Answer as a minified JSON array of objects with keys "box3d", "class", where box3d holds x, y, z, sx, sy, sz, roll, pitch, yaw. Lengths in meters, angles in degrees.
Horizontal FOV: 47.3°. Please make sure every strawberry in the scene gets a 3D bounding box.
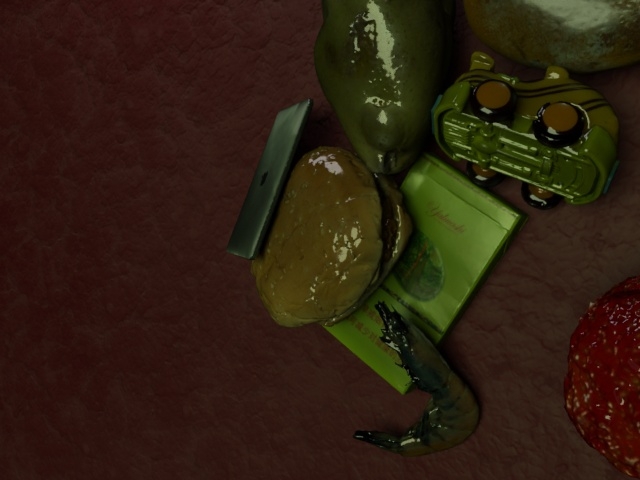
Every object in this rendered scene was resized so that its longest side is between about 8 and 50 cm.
[{"box3d":[0.410,0.142,0.825,0.258,0.276,0.257,-3,61,6],"class":"strawberry"}]

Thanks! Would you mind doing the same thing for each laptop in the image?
[{"box3d":[-0.087,-0.099,1.201,0.268,0.015,0.188,-70,20,-4],"class":"laptop"}]

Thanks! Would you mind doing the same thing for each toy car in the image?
[{"box3d":[0.279,-0.155,0.972,0.248,0.200,0.142,24,73,15],"class":"toy car"}]

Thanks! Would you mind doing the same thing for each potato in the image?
[{"box3d":[0.096,-0.268,1.060,0.218,0.203,0.350,157,113,-66],"class":"potato"}]

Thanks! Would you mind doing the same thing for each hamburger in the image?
[{"box3d":[0.001,0.000,1.133,0.259,0.145,0.283,52,123,42],"class":"hamburger"}]

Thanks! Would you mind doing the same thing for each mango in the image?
[{"box3d":[0.334,-0.315,0.953,0.317,0.146,0.192,19,106,26],"class":"mango"}]

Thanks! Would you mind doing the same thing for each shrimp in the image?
[{"box3d":[0.108,0.224,1.099,0.198,0.051,0.262,-33,102,16],"class":"shrimp"}]

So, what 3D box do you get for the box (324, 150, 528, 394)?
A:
[{"box3d":[0.150,0.051,1.131,0.187,0.047,0.334,39,111,26],"class":"box"}]
